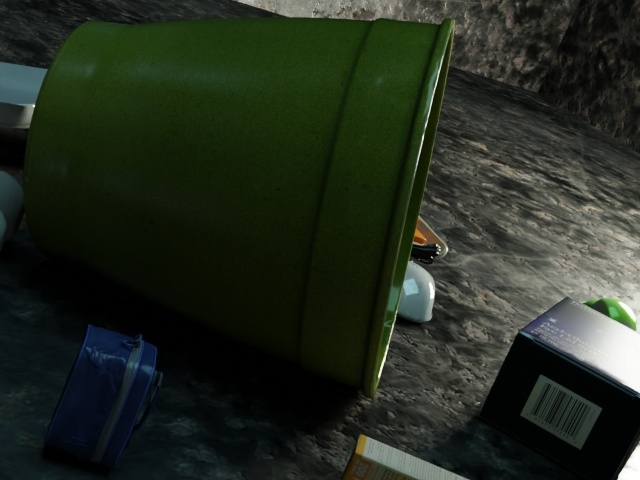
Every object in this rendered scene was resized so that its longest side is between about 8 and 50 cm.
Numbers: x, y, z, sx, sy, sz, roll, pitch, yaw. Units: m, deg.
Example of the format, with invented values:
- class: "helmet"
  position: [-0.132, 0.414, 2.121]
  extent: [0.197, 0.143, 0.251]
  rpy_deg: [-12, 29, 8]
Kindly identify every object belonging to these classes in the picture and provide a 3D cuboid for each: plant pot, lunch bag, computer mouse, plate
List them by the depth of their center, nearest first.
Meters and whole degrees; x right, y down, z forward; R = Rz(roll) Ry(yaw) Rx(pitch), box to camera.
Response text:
- class: "lunch bag"
  position: [-0.154, 0.111, 0.822]
  extent: [0.065, 0.098, 0.067]
  rpy_deg: [22, 13, -11]
- class: "plant pot"
  position: [-0.080, -0.064, 1.091]
  extent: [0.353, 0.366, 0.366]
  rpy_deg: [12, 17, 7]
- class: "plate"
  position: [-0.401, -0.181, 1.373]
  extent: [0.277, 0.045, 0.278]
  rpy_deg: [13, 15, 18]
- class: "computer mouse"
  position: [0.111, 0.039, 1.405]
  extent: [0.106, 0.042, 0.193]
  rpy_deg: [20, 24, -12]

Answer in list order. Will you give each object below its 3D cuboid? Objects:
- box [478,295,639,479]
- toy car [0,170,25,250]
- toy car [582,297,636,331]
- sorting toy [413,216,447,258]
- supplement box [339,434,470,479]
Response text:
- class: "box"
  position: [0.284, 0.155, 1.201]
  extent: [0.153, 0.108, 0.207]
  rpy_deg: [28, 19, 19]
- class: "toy car"
  position: [-0.350, -0.061, 1.021]
  extent: [0.159, 0.136, 0.182]
  rpy_deg: [20, 18, -8]
- class: "toy car"
  position: [0.420, 0.131, 1.518]
  extent: [0.239, 0.053, 0.225]
  rpy_deg: [15, 20, -23]
- class: "sorting toy"
  position: [0.074, -0.046, 1.626]
  extent: [0.196, 0.047, 0.347]
  rpy_deg: [14, 20, -25]
- class: "supplement box"
  position: [0.063, 0.202, 0.878]
  extent: [0.098, 0.062, 0.036]
  rpy_deg: [22, 17, 1]
